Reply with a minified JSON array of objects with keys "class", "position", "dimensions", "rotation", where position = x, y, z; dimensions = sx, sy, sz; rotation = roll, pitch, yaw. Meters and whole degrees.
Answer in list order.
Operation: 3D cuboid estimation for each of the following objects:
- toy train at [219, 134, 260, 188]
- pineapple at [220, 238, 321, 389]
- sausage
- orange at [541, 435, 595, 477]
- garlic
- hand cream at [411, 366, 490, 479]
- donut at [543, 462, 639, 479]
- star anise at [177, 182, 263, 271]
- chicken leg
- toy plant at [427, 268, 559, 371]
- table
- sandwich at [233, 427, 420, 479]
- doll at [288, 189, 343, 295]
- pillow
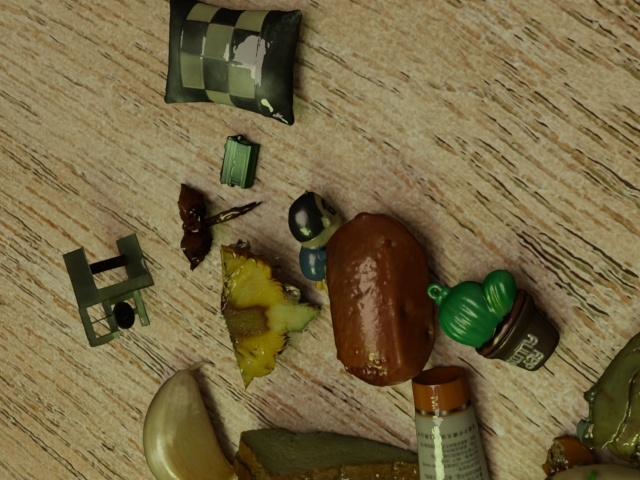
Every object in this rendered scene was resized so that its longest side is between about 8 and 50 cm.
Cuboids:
[{"class":"toy train","position":[-0.137,-0.132,1.710],"dimensions":[0.056,0.038,0.093],"rotation":[20,110,23]},{"class":"pineapple","position":[-0.092,0.096,1.712],"dimensions":[0.164,0.140,0.250],"rotation":[-18,111,-8]},{"class":"sausage","position":[0.090,0.089,1.556],"dimensions":[0.141,0.153,0.268],"rotation":[-1,98,45]},{"class":"orange","position":[0.369,0.335,1.499],"dimensions":[0.086,0.062,0.086],"rotation":[7,105,26]},{"class":"garlic","position":[-0.245,0.355,1.844],"dimensions":[0.164,0.145,0.245],"rotation":[-15,92,0]},{"class":"hand cream","position":[0.213,0.358,1.582],"dimensions":[0.139,0.089,0.314],"rotation":[-6,98,5]},{"class":"donut","position":[0.370,0.471,1.401],"dimensions":[0.307,0.150,0.371],"rotation":[36,91,0]},{"class":"star anise","position":[-0.179,-0.029,1.756],"dimensions":[0.140,0.144,0.158],"rotation":[175,88,-76]},{"class":"chicken leg","position":[0.497,0.108,1.332],"dimensions":[0.201,0.152,0.429],"rotation":[26,105,32]},{"class":"toy plant","position":[0.253,0.109,1.484],"dimensions":[0.200,0.105,0.143],"rotation":[33,128,0]},{"class":"table","position":[-0.374,0.089,1.834],"dimensions":[0.062,0.146,0.175],"rotation":[-18,91,32]},{"class":"sandwich","position":[0.006,0.381,1.694],"dimensions":[0.254,0.288,0.100],"rotation":[-166,75,-74]},{"class":"doll","position":[0.000,0.000,1.633],"dimensions":[0.102,0.088,0.179],"rotation":[31,141,62]},{"class":"pillow","position":[-0.142,-0.294,1.639],"dimensions":[0.249,0.106,0.186],"rotation":[14,108,23]}]
